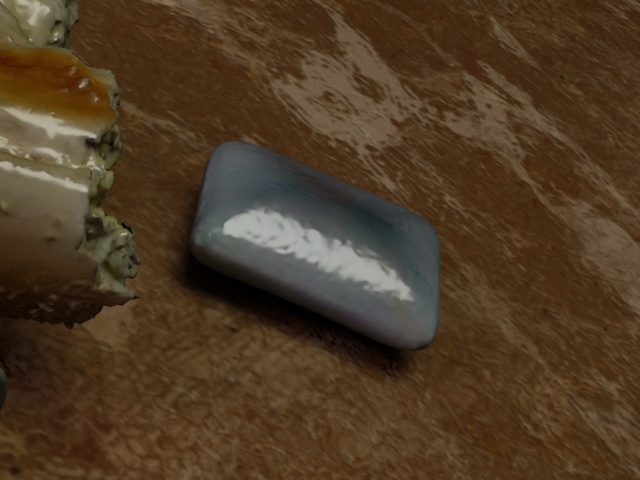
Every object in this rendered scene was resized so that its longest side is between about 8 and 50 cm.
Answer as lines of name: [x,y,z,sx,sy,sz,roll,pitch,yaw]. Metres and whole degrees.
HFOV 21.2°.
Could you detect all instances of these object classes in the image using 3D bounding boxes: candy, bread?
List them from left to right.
bread: [-0.221,-0.074,0.974,0.192,0.171,0.314,8,36,-29]
candy: [0.000,0.000,1.144,0.174,0.071,0.138,23,30,-10]

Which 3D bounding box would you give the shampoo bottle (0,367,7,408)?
shampoo bottle: [-0.279,0.019,0.870,0.262,0.085,0.085,39,31,17]
